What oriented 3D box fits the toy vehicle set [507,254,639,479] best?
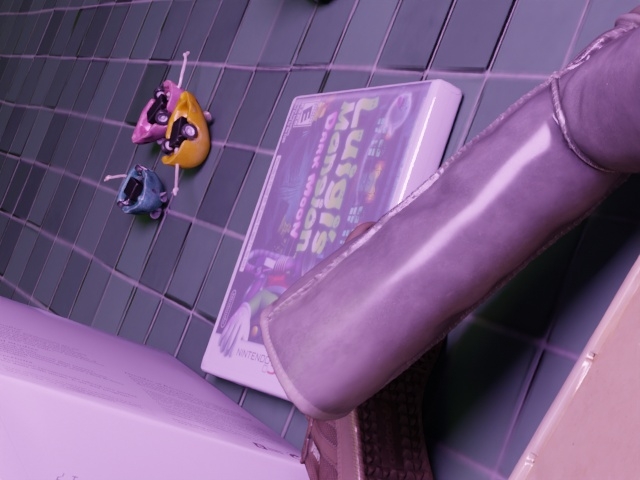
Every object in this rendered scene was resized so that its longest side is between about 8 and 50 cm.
[{"bbox_3d":[0.118,0.092,0.363,0.166,0.035,0.267,-62,10,9],"label":"toy vehicle set"}]

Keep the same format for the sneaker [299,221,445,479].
[{"bbox_3d":[0.015,0.080,0.613,0.071,0.066,0.188,-38,39,45],"label":"sneaker"}]

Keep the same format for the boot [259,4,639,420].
[{"bbox_3d":[0.065,-0.008,0.478,0.208,0.076,0.189,-33,1,7],"label":"boot"}]

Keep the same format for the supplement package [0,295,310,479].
[{"bbox_3d":[-0.165,0.157,0.729,0.262,0.199,0.198,21,89,62],"label":"supplement package"}]

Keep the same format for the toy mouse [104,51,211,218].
[{"bbox_3d":[-0.129,-0.070,1.015,0.143,0.031,0.161,-34,42,46],"label":"toy mouse"}]

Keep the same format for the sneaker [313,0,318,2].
[{"bbox_3d":[-0.020,-0.299,0.914,0.100,0.108,0.272,-41,36,43],"label":"sneaker"}]

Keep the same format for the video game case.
[{"bbox_3d":[0.000,0.000,0.746,0.173,0.022,0.190,5,74,61],"label":"video game case"}]
